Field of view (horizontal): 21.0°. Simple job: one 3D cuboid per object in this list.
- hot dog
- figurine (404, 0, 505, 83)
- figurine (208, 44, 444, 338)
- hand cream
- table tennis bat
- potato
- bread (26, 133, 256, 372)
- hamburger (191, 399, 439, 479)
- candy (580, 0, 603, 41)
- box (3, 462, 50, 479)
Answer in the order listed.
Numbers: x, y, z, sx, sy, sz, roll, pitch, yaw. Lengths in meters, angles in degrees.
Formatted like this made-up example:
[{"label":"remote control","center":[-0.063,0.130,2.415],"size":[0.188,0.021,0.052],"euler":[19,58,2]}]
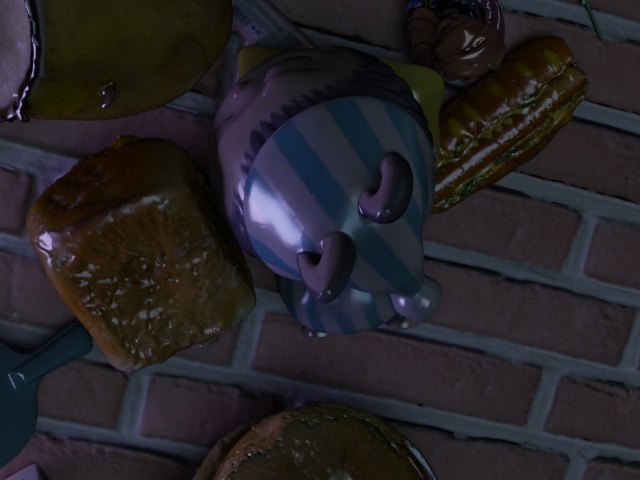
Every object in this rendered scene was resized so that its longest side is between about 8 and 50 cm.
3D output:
[{"label":"hot dog","center":[0.197,-0.126,2.007],"size":[0.269,0.072,0.115],"euler":[-42,119,1]},{"label":"figurine","center":[0.153,-0.220,1.934],"size":[0.126,0.157,0.114],"euler":[38,116,-25]},{"label":"figurine","center":[0.000,0.000,1.812],"size":[0.266,0.377,0.361],"euler":[-6,114,12]},{"label":"hand cream","center":[-0.055,-0.234,1.931],"size":[0.067,0.043,0.209],"euler":[-42,116,6]},{"label":"table tennis bat","center":[-0.351,0.161,1.913],"size":[0.244,0.040,0.153],"euler":[-34,103,-35]},{"label":"potato","center":[-0.268,-0.306,1.789],"size":[0.296,0.290,0.397],"euler":[-16,70,-38]},{"label":"bread","center":[-0.194,0.011,1.899],"size":[0.195,0.176,0.246],"euler":[-24,125,5]},{"label":"hamburger","center":[-0.018,0.329,1.989],"size":[0.318,0.195,0.277],"euler":[-21,83,-20]},{"label":"candy","center":[0.306,-0.282,2.011],"size":[0.035,0.035,0.123],"euler":[-36,121,-14]},{"label":"box","center":[-0.404,0.386,1.933],"size":[0.274,0.221,0.091],"euler":[-28,114,-2]}]
